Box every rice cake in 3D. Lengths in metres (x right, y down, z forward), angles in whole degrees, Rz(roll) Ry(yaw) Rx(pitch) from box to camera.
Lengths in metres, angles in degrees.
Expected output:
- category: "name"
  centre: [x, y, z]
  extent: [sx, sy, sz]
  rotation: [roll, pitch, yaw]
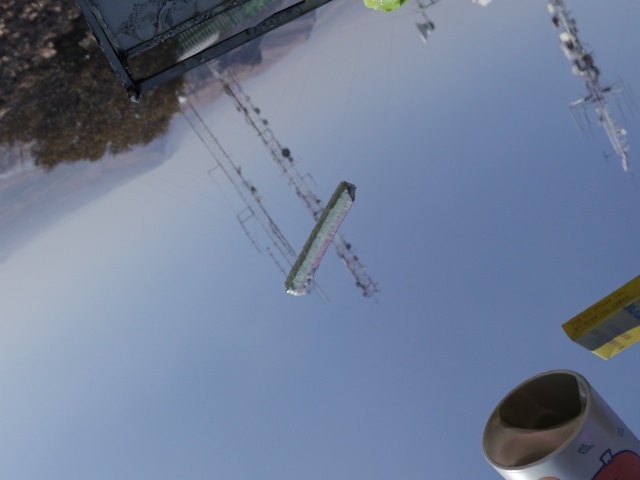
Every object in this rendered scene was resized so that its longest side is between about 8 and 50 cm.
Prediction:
- category: "rice cake"
  centre: [0.000, 0.000, 0.818]
  extent: [0.208, 0.033, 0.033]
  rotation: [-61, -150, 29]

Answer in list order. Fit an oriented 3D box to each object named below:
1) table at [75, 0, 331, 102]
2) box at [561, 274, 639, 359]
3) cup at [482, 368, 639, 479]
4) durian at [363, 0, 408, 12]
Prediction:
- category: "table"
  centre: [-0.167, -0.381, 0.738]
  extent: [0.335, 0.222, 0.272]
  rotation: [-29, -146, -6]
- category: "box"
  centre: [0.566, 0.101, 0.943]
  extent: [0.279, 0.153, 0.041]
  rotation: [-43, -139, 25]
- category: "cup"
  centre: [0.461, 0.406, 0.950]
  extent: [0.212, 0.317, 0.212]
  rotation: [-43, -173, 7]
- category: "durian"
  centre: [0.197, -0.705, 1.321]
  extent: [0.256, 0.204, 0.340]
  rotation: [-56, 180, -14]
